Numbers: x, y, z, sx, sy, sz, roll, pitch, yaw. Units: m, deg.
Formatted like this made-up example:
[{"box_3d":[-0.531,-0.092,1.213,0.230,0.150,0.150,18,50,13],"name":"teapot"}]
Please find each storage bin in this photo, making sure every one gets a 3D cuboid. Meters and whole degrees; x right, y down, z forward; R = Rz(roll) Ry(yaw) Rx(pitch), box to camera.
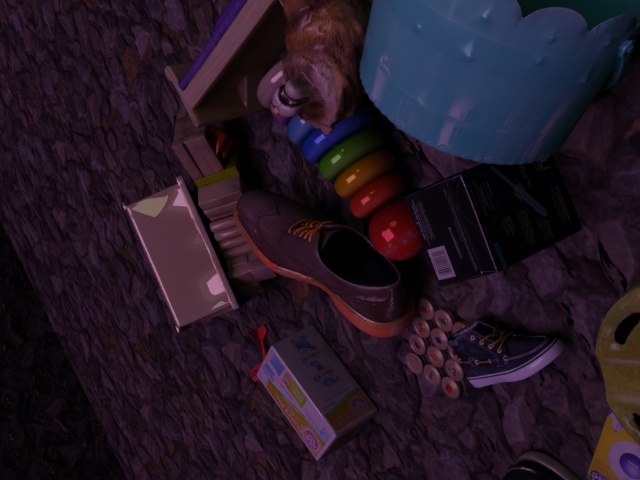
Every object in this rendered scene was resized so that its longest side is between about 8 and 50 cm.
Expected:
[{"box_3d":[-0.262,0.035,1.552,0.260,0.123,0.262,137,109,-84],"name":"storage bin"}]

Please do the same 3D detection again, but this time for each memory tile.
[{"box_3d":[0.181,0.165,1.216,0.113,0.012,0.148,35,134,37],"name":"memory tile"}]

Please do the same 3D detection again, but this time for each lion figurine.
[{"box_3d":[-0.035,-0.337,0.935,0.240,0.142,0.392,114,139,-68],"name":"lion figurine"}]

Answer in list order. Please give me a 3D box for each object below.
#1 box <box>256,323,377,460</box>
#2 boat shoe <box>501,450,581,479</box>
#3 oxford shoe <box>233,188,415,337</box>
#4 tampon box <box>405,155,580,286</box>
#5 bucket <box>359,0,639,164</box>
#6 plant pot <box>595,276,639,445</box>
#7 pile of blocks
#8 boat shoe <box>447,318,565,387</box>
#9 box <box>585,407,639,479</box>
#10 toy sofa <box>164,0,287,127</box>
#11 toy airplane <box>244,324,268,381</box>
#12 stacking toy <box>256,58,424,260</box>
[{"box_3d":[-0.009,0.277,1.444,0.203,0.103,0.114,51,141,22],"name":"box"},{"box_3d":[0.365,0.415,1.025,0.340,0.113,0.127,40,137,33],"name":"boat shoe"},{"box_3d":[0.000,0.000,1.240,0.363,0.130,0.133,32,154,26],"name":"oxford shoe"},{"box_3d":[0.206,-0.033,0.946,0.101,0.161,0.121,-21,91,55],"name":"tampon box"},{"box_3d":[0.176,-0.222,0.797,0.281,0.281,0.183,46,141,27],"name":"bucket"},{"box_3d":[0.387,0.078,0.692,0.276,0.253,0.276,28,129,41],"name":"plant pot"},{"box_3d":[-0.149,-0.076,1.458,0.112,0.149,0.362,-16,109,12],"name":"pile of blocks"},{"box_3d":[0.242,0.144,1.070,0.083,0.065,0.183,55,146,1],"name":"boat shoe"},{"box_3d":[0.392,0.276,0.976,0.105,0.043,0.179,33,134,39],"name":"box"},{"box_3d":[-0.107,-0.337,1.198,0.362,0.150,0.177,-35,80,54],"name":"toy sofa"},{"box_3d":[-0.113,0.238,1.625,0.151,0.028,0.151,27,127,41],"name":"toy airplane"},{"box_3d":[0.047,-0.117,1.143,0.330,0.141,0.141,58,144,6],"name":"stacking toy"}]
